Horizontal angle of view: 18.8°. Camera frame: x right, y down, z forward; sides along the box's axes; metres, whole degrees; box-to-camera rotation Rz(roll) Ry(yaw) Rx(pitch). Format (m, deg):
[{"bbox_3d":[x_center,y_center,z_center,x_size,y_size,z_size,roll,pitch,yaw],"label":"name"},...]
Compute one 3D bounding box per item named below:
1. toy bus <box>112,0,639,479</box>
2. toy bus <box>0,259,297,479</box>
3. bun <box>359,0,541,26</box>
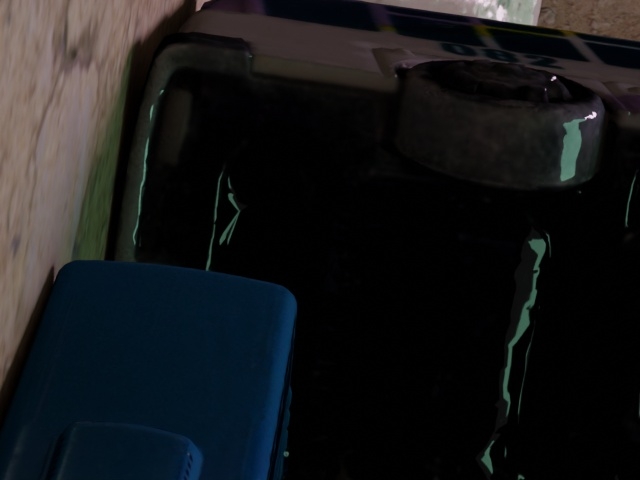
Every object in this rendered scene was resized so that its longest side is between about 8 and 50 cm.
[{"bbox_3d":[0.129,0.016,0.864,0.249,0.440,0.209,-101,-161,-73],"label":"toy bus"},{"bbox_3d":[-0.059,0.093,0.583,0.185,0.090,0.106,-81,179,-56],"label":"toy bus"},{"bbox_3d":[0.041,-0.153,1.106,0.263,0.175,0.263,8,90,-88],"label":"bun"}]
